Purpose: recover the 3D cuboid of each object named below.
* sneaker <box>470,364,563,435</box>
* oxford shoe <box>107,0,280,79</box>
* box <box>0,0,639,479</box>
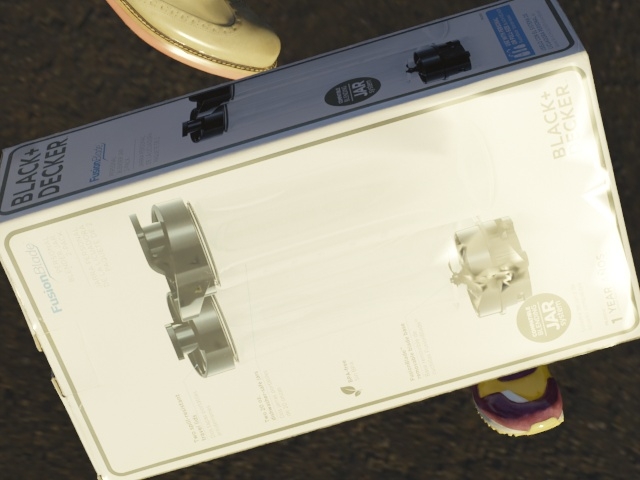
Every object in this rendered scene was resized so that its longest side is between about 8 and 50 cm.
[{"bbox_3d":[0.148,0.087,1.319,0.069,0.084,0.185,-16,31,-8],"label":"sneaker"},{"bbox_3d":[-0.162,-0.290,1.610,0.130,0.348,0.123,-44,27,26],"label":"oxford shoe"},{"bbox_3d":[0.000,0.000,0.789,0.290,0.169,0.087,-17,30,4],"label":"box"}]
